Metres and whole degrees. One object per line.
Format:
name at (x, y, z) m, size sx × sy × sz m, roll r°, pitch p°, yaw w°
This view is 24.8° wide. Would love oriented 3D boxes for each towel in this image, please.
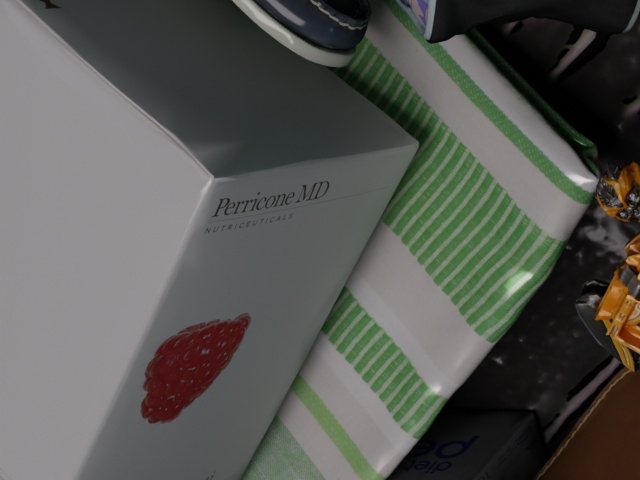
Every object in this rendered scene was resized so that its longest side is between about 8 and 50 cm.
towel at (0.000, 0.000, 0.868) m, size 0.248 × 0.038 × 0.325 m, roll 48°, pitch 122°, yaw 21°

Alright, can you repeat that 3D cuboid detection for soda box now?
soda box at (0.011, 0.173, 0.981) m, size 0.286 × 0.098 × 0.091 m, roll -4°, pitch 111°, yaw 38°

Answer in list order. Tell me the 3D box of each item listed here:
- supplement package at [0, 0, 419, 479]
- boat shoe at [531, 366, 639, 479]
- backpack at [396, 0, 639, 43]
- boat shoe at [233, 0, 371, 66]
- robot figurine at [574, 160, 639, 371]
supplement package at (-0.112, 0.023, 0.824) m, size 0.175 × 0.177 × 0.293 m, roll 42°, pitch 121°, yaw 25°
boat shoe at (0.127, 0.195, 0.812) m, size 0.307 × 0.104 × 0.111 m, roll -65°, pitch 23°, yaw 3°
backpack at (0.051, -0.221, 0.635) m, size 0.191 × 0.253 × 0.225 m, roll -1°, pitch 123°, yaw -6°
boat shoe at (-0.033, -0.209, 0.789) m, size 0.079 × 0.095 × 0.254 m, roll -40°, pitch 61°, yaw 27°
robot figurine at (0.266, 0.036, 0.698) m, size 0.291 × 0.085 × 0.211 m, roll 24°, pitch 123°, yaw 7°
